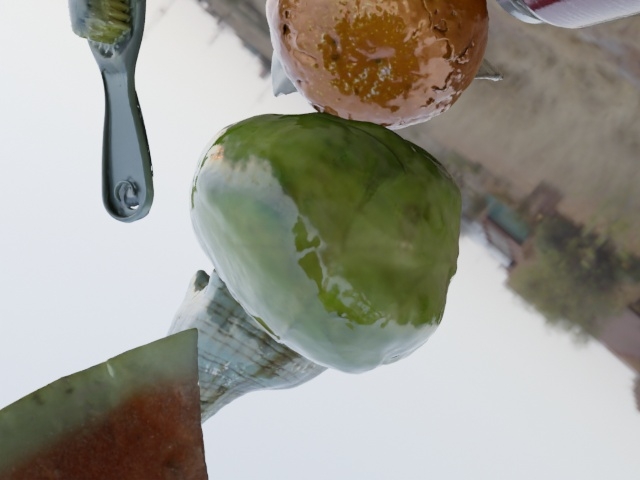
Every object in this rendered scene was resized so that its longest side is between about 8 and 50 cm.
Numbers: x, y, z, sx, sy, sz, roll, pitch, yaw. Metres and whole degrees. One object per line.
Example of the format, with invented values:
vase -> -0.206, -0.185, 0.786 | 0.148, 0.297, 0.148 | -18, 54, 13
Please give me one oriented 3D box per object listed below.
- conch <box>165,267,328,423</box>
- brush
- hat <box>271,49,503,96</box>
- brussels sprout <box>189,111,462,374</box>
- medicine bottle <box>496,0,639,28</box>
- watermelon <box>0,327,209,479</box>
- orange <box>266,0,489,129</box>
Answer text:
conch -> -0.098, 0.108, 1.314 | 0.203, 0.386, 0.169 | 39, 150, 42
brush -> -0.177, -0.162, 0.891 | 0.060, 0.068, 0.296 | 3, -100, -62
hat -> 0.064, -0.211, 1.132 | 0.164, 0.220, 0.226 | 70, 166, -17
brussels sprout -> 0.000, 0.000, 0.782 | 0.223, 0.161, 0.223 | 21, 149, 13
medicine bottle -> 0.223, -0.233, 0.837 | 0.131, 0.131, 0.250 | 37, 174, -14
watermelon -> -0.110, 0.186, 0.469 | 0.256, 0.176, 0.260 | 41, -140, -57
orange -> 0.049, -0.189, 0.916 | 0.193, 0.193, 0.161 | 37, -136, -13
